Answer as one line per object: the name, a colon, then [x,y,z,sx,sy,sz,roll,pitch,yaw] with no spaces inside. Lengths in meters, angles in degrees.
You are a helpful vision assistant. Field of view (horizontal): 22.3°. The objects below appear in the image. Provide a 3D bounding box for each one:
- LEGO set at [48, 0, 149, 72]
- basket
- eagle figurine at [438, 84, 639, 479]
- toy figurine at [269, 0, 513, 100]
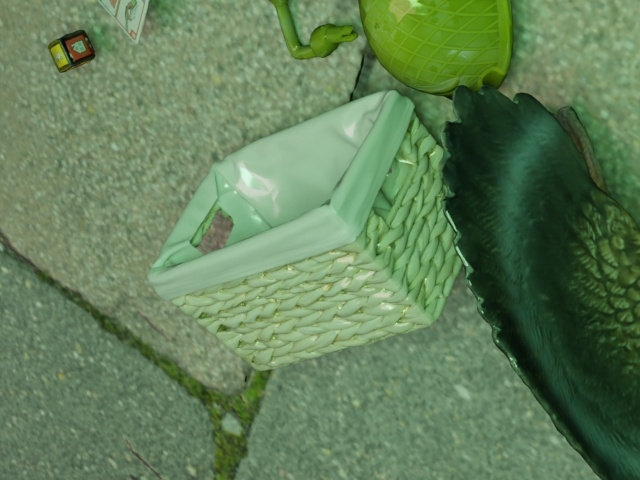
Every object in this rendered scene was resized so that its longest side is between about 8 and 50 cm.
LEGO set: [-0.169,-0.212,0.990,0.182,0.060,0.244,49,146,19]
basket: [0.000,0.000,0.961,0.167,0.113,0.103,-20,122,44]
eagle figurine: [0.184,0.054,0.825,0.298,0.225,0.226,25,139,10]
toy figurine: [-0.034,-0.210,0.807,0.191,0.217,0.362,9,120,33]
